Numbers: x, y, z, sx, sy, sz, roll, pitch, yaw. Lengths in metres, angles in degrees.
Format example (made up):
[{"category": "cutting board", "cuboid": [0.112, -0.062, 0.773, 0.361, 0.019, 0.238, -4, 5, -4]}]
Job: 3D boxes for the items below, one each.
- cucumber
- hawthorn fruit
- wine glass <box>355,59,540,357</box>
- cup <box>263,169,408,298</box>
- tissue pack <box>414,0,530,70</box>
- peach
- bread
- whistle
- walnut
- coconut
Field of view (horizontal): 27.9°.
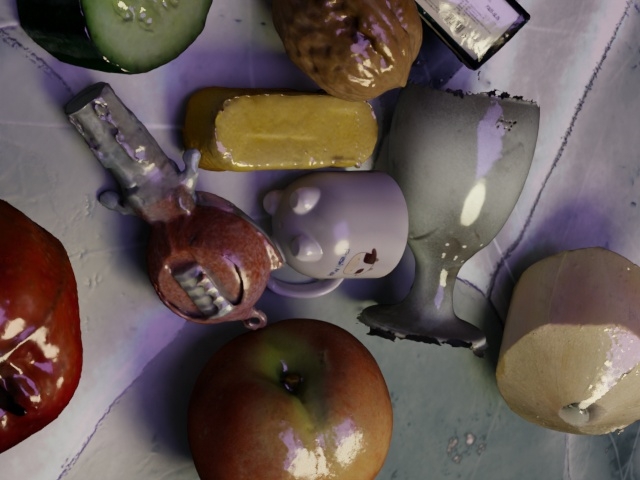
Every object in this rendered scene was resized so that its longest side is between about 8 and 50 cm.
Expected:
[{"category": "cucumber", "cuboid": [-0.209, -0.258, 1.324, 0.191, 0.130, 0.191, -16, 115, -38]}, {"category": "hawthorn fruit", "cuboid": [-0.328, 0.089, 1.227, 0.254, 0.300, 0.254, -14, 115, -32]}, {"category": "wine glass", "cuboid": [0.163, -0.041, 1.635, 0.190, 0.190, 0.357, 1, 102, -38]}, {"category": "cup", "cuboid": [-0.001, -0.013, 1.574, 0.142, 0.173, 0.134, -2, 74, -35]}, {"category": "tissue pack", "cuboid": [0.158, -0.300, 1.563, 0.103, 0.090, 0.170, -44, 114, 11]}, {"category": "peach", "cuboid": [-0.038, 0.221, 1.539, 0.252, 0.252, 0.252, -12, 111, -34]}, {"category": "bread", "cuboid": [-0.049, -0.131, 1.508, 0.245, 0.094, 0.102, -6, 99, -37]}, {"category": "whistle", "cuboid": [-0.159, -0.025, 1.438, 0.346, 0.142, 0.133, 54, 45, -27]}, {"category": "walnut", "cuboid": [0.036, -0.246, 1.481, 0.155, 0.155, 0.184, -42, 91, -19]}, {"category": "coconut", "cuboid": [0.369, 0.157, 1.811, 0.239, 0.239, 0.244, 58, 35, -34]}]
